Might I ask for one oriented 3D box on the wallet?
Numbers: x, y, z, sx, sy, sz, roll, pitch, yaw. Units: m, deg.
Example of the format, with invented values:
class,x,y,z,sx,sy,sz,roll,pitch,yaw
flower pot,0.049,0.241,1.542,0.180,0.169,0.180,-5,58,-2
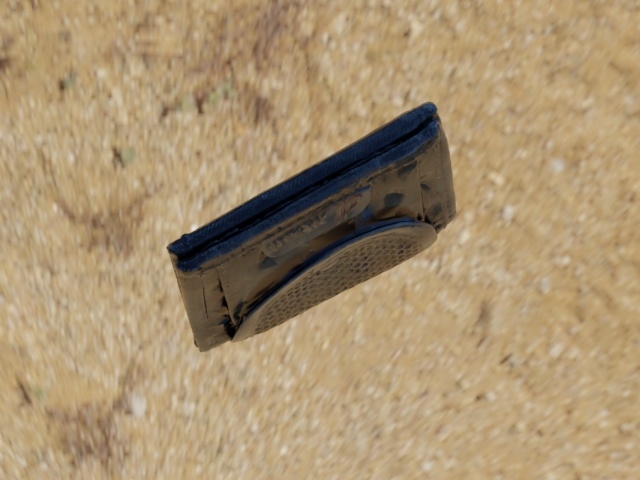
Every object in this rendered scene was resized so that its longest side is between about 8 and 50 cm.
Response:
class,x,y,z,sx,sy,sz,roll,pitch,yaw
wallet,0.000,0.000,0.799,0.129,0.088,0.026,-29,61,-11
